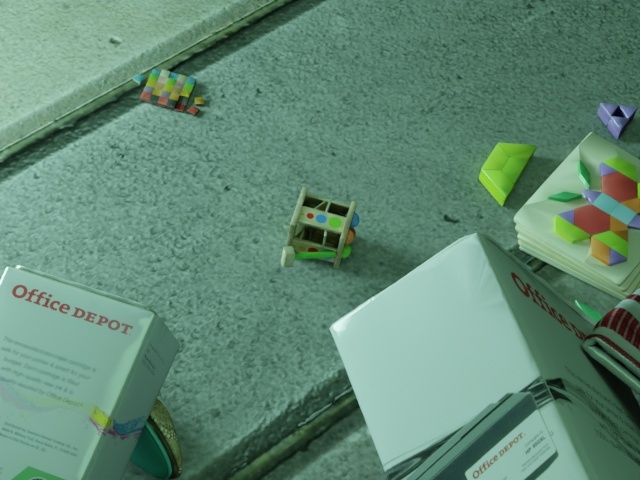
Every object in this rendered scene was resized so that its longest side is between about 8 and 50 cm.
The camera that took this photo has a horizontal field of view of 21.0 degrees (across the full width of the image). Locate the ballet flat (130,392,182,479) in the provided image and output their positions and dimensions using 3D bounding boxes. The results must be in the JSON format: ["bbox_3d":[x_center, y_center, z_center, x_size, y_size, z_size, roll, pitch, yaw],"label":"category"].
[{"bbox_3d":[-0.189,0.138,1.593,0.206,0.073,0.067,40,42,17],"label":"ballet flat"}]

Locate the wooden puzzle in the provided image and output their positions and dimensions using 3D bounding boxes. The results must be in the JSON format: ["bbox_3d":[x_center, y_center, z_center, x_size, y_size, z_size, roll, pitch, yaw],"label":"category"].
[{"bbox_3d":[-0.164,-0.164,1.873,0.083,0.006,0.049,15,51,3],"label":"wooden puzzle"}]

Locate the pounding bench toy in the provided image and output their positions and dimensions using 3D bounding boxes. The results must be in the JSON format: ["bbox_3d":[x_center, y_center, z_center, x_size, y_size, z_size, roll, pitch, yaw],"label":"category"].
[{"bbox_3d":[0.000,0.000,1.740,0.065,0.052,0.083,16,51,3],"label":"pounding bench toy"}]

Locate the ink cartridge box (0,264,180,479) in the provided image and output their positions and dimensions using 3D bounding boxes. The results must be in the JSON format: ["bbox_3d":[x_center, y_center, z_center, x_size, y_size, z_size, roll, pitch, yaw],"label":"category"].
[{"bbox_3d":[-0.238,0.146,1.505,0.154,0.093,0.212,17,73,16],"label":"ink cartridge box"}]

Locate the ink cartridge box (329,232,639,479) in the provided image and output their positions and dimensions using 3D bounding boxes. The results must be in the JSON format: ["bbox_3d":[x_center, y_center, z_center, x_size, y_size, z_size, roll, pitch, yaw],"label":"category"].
[{"bbox_3d":[0.195,0.228,1.426,0.166,0.285,0.395,-33,54,16],"label":"ink cartridge box"}]

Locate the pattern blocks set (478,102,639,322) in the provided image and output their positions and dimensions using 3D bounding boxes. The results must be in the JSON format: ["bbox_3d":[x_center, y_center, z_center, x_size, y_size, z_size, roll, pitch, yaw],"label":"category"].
[{"bbox_3d":[0.306,-0.028,1.830,0.285,0.026,0.325,21,52,7],"label":"pattern blocks set"}]

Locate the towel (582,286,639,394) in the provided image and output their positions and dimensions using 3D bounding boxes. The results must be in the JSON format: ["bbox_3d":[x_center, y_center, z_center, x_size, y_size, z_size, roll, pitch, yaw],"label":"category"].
[{"bbox_3d":[0.374,0.125,1.586,0.237,0.037,0.329,37,20,13],"label":"towel"}]
